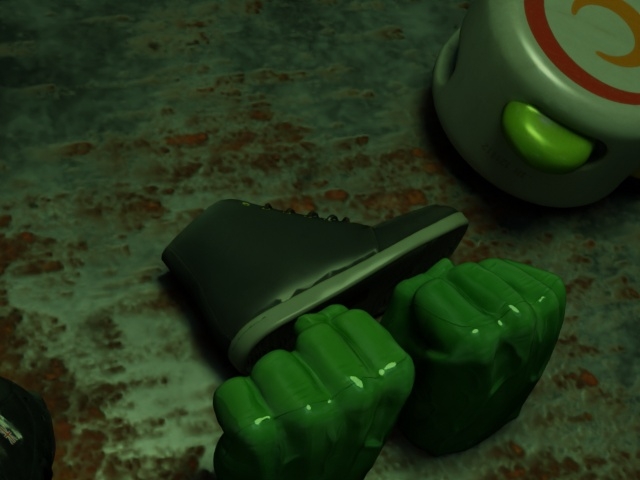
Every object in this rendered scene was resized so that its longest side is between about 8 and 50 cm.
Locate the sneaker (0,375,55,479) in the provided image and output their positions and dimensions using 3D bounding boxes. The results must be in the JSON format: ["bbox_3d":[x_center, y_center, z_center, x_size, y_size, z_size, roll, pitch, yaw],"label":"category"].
[{"bbox_3d":[-0.196,0.147,0.867,0.124,0.107,0.283,-28,64,-38],"label":"sneaker"}]

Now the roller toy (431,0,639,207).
[{"bbox_3d":[0.198,-0.131,1.168,0.209,0.146,0.191,-11,66,-30],"label":"roller toy"}]

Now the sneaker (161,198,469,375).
[{"bbox_3d":[0.000,0.000,1.048,0.222,0.083,0.118,-25,63,-30],"label":"sneaker"}]

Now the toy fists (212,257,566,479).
[{"bbox_3d":[0.049,0.091,0.953,0.279,0.142,0.096,-19,60,-29],"label":"toy fists"}]
